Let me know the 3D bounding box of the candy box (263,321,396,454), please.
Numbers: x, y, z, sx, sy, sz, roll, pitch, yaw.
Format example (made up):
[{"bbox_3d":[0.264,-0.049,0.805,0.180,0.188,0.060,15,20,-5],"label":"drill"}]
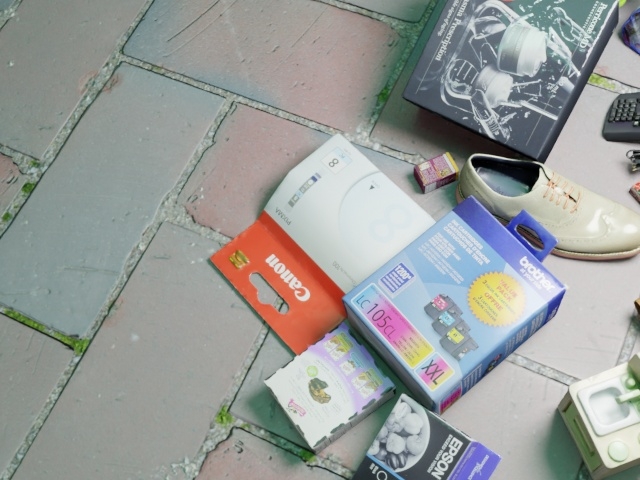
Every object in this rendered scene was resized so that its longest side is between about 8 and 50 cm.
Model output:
[{"bbox_3d":[0.018,0.283,1.568,0.196,0.070,0.165,-35,67,-10],"label":"candy box"}]

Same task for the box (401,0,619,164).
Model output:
[{"bbox_3d":[0.393,-0.378,1.687,0.312,0.179,0.343,28,100,16],"label":"box"}]

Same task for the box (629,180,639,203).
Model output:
[{"bbox_3d":[0.715,-0.079,1.670,0.094,0.027,0.137,-31,66,-6],"label":"box"}]

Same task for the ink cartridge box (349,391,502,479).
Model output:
[{"bbox_3d":[0.184,0.416,1.466,0.208,0.045,0.206,32,95,18],"label":"ink cartridge box"}]

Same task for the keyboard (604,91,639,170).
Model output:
[{"bbox_3d":[0.741,-0.233,1.666,0.317,0.033,0.201,1,63,36],"label":"keyboard"}]

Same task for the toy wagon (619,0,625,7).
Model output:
[{"bbox_3d":[0.626,-0.600,1.845,0.344,0.068,0.267,-25,40,-30],"label":"toy wagon"}]

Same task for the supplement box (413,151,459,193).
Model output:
[{"bbox_3d":[0.248,-0.144,1.747,0.083,0.043,0.055,-22,66,-4],"label":"supplement box"}]

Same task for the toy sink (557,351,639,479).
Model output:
[{"bbox_3d":[0.509,0.309,1.408,0.131,0.234,0.153,-20,66,-3],"label":"toy sink"}]

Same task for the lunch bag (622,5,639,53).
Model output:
[{"bbox_3d":[0.880,-0.503,1.708,0.328,0.239,0.385,-40,30,-12],"label":"lunch bag"}]

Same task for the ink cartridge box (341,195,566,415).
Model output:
[{"bbox_3d":[0.278,0.106,1.577,0.395,0.151,0.270,-38,67,-12],"label":"ink cartridge box"}]

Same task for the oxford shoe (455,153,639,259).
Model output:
[{"bbox_3d":[0.463,-0.069,1.630,0.397,0.146,0.140,16,68,13],"label":"oxford shoe"}]

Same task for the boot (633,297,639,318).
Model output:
[{"bbox_3d":[0.702,0.083,1.564,0.220,0.109,0.283,-19,77,3],"label":"boot"}]

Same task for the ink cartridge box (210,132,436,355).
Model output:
[{"bbox_3d":[0.000,0.000,1.688,0.385,0.091,0.308,-40,67,-12],"label":"ink cartridge box"}]
